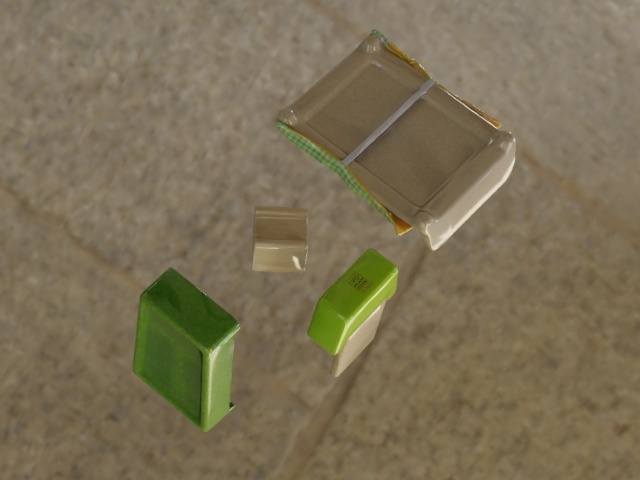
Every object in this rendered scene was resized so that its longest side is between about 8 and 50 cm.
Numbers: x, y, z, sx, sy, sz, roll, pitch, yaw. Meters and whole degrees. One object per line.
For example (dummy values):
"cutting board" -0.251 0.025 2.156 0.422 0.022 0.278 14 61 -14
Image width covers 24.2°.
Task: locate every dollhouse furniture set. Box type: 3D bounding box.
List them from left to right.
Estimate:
"dollhouse furniture set" 0.000 0.000 0.546 0.076 0.058 0.152 37 61 16
